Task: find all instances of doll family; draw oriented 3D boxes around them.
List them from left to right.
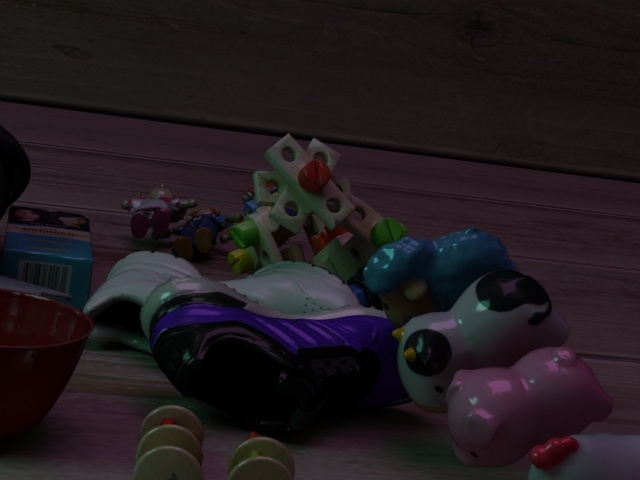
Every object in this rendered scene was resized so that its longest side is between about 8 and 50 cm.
[{"bbox_3d":[-0.134,-0.021,2.025,0.262,0.118,0.163,-8,16,6],"label":"doll family"}]

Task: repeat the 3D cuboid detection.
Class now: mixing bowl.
[{"bbox_3d":[-0.279,0.104,1.206,0.181,0.098,0.181,10,11,-2],"label":"mixing bowl"}]

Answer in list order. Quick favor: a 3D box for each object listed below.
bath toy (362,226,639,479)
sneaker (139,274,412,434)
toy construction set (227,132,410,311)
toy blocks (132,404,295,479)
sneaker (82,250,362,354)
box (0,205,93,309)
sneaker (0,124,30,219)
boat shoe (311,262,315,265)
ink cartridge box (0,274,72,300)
[{"bbox_3d":[0.153,0.123,1.246,0.129,0.151,0.348,30,17,-37],"label":"bath toy"},{"bbox_3d":[-0.015,0.126,1.357,0.293,0.102,0.146,10,25,-21],"label":"sneaker"},{"bbox_3d":[0.000,0.000,1.612,0.151,0.215,0.328,-24,-10,-14],"label":"toy construction set"},{"bbox_3d":[-0.082,0.166,1.168,0.123,0.054,0.148,8,10,-5],"label":"toy blocks"},{"bbox_3d":[-0.100,0.085,1.492,0.297,0.111,0.129,2,20,21],"label":"sneaker"},{"bbox_3d":[-0.316,0.017,1.730,0.100,0.060,0.244,7,11,-12],"label":"box"},{"bbox_3d":[-0.421,-0.055,1.622,0.202,0.185,0.483,26,7,8],"label":"sneaker"},{"bbox_3d":[0.012,0.068,1.805,0.042,0.049,0.133,-27,35,-23],"label":"boat shoe"},{"bbox_3d":[-0.455,0.037,1.436,0.324,0.072,0.330,13,-3,19],"label":"ink cartridge box"}]
